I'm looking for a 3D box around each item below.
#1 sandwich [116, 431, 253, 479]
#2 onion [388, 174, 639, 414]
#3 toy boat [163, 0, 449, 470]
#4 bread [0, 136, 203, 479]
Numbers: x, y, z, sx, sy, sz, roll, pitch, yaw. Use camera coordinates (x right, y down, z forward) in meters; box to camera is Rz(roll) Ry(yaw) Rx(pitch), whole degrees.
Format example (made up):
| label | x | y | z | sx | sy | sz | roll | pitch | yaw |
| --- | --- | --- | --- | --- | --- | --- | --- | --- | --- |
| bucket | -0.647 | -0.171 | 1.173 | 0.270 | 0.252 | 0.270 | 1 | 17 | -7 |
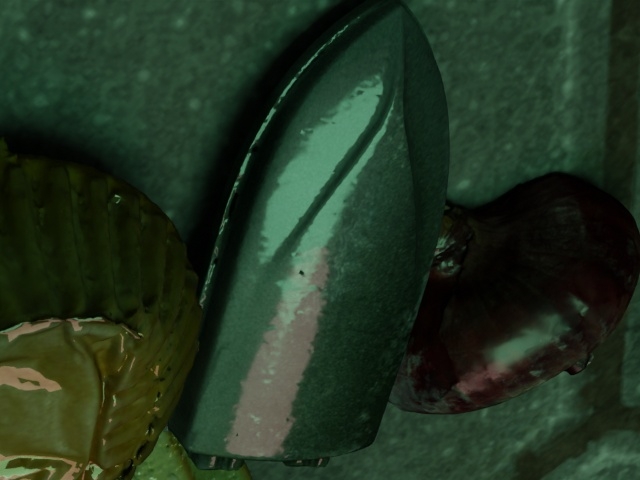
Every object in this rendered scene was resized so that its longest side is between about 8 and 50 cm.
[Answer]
| label | x | y | z | sx | sy | sz | roll | pitch | yaw |
| --- | --- | --- | --- | --- | --- | --- | --- | --- | --- |
| sandwich | -0.104 | 0.212 | 1.275 | 0.117 | 0.144 | 0.187 | -19 | 171 | -14 |
| onion | 0.122 | 0.045 | 1.192 | 0.206 | 0.098 | 0.151 | -37 | 138 | 5 |
| toy boat | 0.000 | 0.000 | 1.094 | 0.141 | 0.092 | 0.319 | 1 | 120 | -30 |
| bread | -0.170 | 0.067 | 1.016 | 0.240 | 0.139 | 0.240 | -15 | 137 | -15 |
